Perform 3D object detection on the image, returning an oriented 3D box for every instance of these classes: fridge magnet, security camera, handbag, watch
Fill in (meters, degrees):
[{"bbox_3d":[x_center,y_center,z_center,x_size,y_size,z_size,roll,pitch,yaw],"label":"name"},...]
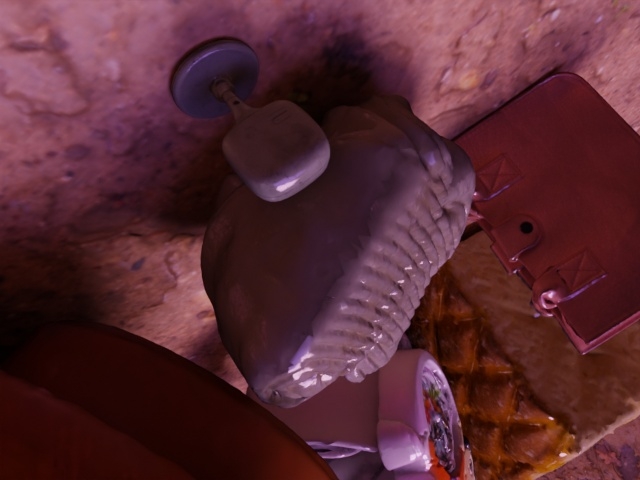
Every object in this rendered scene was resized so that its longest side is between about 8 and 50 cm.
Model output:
[{"bbox_3d":[-0.124,0.186,0.465,0.155,0.364,0.363,-57,170,-33],"label":"fridge magnet"},{"bbox_3d":[-0.036,-0.060,0.362,0.058,0.092,0.058,-28,156,-14],"label":"security camera"},{"bbox_3d":[0.215,-0.029,0.570,0.157,0.212,0.059,-32,156,-1],"label":"handbag"},{"bbox_3d":[0.034,0.241,0.698,0.231,0.196,0.244,-16,133,19],"label":"watch"}]

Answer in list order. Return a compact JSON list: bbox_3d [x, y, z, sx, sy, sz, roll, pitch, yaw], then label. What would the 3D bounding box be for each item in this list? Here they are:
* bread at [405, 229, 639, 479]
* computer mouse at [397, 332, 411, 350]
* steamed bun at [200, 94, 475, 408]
[{"bbox_3d":[0.257,0.145,0.862,0.207,0.279,0.279,-23,153,-21],"label":"bread"},{"bbox_3d":[0.031,0.159,0.827,0.200,0.114,0.389,-20,136,7],"label":"computer mouse"},{"bbox_3d":[0.001,0.000,0.466,0.218,0.144,0.211,-61,156,-2],"label":"steamed bun"}]
